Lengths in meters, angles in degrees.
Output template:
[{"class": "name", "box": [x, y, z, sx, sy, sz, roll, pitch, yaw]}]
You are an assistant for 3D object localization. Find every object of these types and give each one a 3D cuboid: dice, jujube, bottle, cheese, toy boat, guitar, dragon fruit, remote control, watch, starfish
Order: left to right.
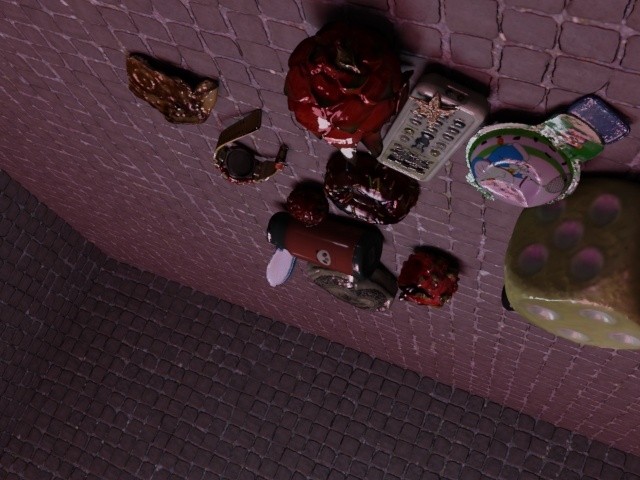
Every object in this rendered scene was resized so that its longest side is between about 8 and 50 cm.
[{"class": "watch", "box": [-0.157, -0.216, 1.751, 0.165, 0.102, 0.268, 25, 156, -29]}, {"class": "toy boat", "box": [-0.126, 0.073, 2.509, 0.088, 0.102, 0.215, 24, 124, 1]}, {"class": "jujube", "box": [-0.039, -0.097, 1.924, 0.104, 0.104, 0.166, 35, 173, -33]}, {"class": "bottle", "box": [0.000, 0.000, 2.082, 0.336, 0.144, 0.144, 17, 162, 26]}, {"class": "dragon fruit", "box": [0.042, -0.245, 1.205, 0.193, 0.192, 0.274, 24, 167, 17]}, {"class": "remote control", "box": [0.195, -0.202, 1.337, 0.128, 0.065, 0.335, 23, 163, -3]}, {"class": "dragon fruit", "box": [0.299, 0.117, 2.015, 0.172, 0.160, 0.166, 30, 120, -32]}, {"class": "starfish", "box": [0.185, -0.211, 1.194, 0.086, 0.016, 0.092, 19, 151, 16]}, {"class": "cheese", "box": [0.369, -0.144, 1.241, 0.204, 0.083, 0.320, 37, 149, -13]}, {"class": "guitar", "box": [0.593, 0.185, 1.980, 0.271, 0.084, 0.038, 26, 162, -29]}, {"class": "dice", "box": [0.511, 0.046, 1.339, 0.252, 0.254, 0.249, 35, 160, -36]}]

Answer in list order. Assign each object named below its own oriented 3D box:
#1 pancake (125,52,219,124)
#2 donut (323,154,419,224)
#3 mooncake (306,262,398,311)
[{"class": "pancake", "box": [-0.333, -0.330, 1.677, 0.257, 0.056, 0.212, 27, 157, 15]}, {"class": "donut", "box": [0.112, -0.111, 1.688, 0.235, 0.089, 0.235, 20, 161, 7]}, {"class": "mooncake", "box": [0.099, 0.129, 2.345, 0.254, 0.136, 0.250, 11, 163, 37]}]
